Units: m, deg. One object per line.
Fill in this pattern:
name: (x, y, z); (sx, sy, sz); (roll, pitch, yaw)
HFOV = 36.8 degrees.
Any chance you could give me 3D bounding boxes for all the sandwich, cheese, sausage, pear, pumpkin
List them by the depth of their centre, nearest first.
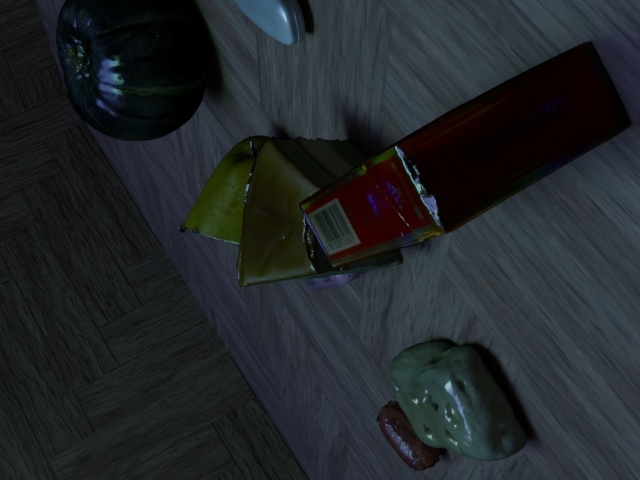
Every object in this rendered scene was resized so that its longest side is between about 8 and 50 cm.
sandwich: (0.001, 0.000, 1.304); (0.198, 0.155, 0.228); (44, 129, 47)
cheese: (0.181, 0.227, 1.369); (0.159, 0.093, 0.263); (65, 164, -5)
pear: (-0.102, -0.086, 1.606); (0.267, 0.266, 0.178); (-155, 71, -64)
sausage: (0.152, 0.338, 1.667); (0.141, 0.076, 0.076); (52, 161, 31)
pumpkin: (-0.350, -0.344, 1.788); (0.323, 0.241, 0.323); (37, 135, 49)

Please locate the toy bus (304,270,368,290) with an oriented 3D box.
toy bus: (0.029, 0.035, 1.522); (0.063, 0.090, 0.203); (62, 165, -2)

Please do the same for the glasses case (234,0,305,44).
glasses case: (-0.080, -0.335, 1.328); (0.197, 0.049, 0.076); (47, 158, 41)

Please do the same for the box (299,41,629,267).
box: (0.115, -0.068, 0.907); (0.089, 0.197, 0.313); (62, 163, -2)
